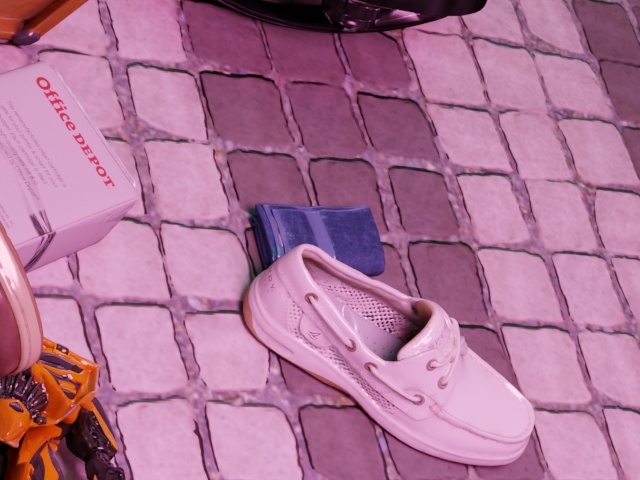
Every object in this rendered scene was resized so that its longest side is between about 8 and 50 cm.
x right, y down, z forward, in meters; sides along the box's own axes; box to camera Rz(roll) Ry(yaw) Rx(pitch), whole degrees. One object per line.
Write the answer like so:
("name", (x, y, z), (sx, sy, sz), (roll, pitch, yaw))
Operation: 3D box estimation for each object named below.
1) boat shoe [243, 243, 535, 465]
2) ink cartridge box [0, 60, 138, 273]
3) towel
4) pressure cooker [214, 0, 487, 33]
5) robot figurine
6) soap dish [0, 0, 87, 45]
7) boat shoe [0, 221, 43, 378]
("boat shoe", (0.073, 0.094, 1.624), (0.277, 0.096, 0.098), (29, 45, -15))
("ink cartridge box", (-0.256, -0.042, 1.499), (0.190, 0.082, 0.140), (-24, 74, -46))
("towel", (0.000, 0.000, 1.692), (0.119, 0.029, 0.067), (2, 58, -35))
("pressure cooker", (0.032, -0.384, 1.754), (0.369, 0.420, 0.375), (24, 22, 9))
("robot figurine", (-0.223, 0.151, 1.335), (0.211, 0.085, 0.291), (29, 30, -16))
("soap dish", (-0.295, -0.244, 1.536), (0.290, 0.229, 0.118), (2, 74, -35))
("boat shoe", (-0.316, -0.033, 1.272), (0.123, 0.123, 0.342), (-41, 104, -31))
